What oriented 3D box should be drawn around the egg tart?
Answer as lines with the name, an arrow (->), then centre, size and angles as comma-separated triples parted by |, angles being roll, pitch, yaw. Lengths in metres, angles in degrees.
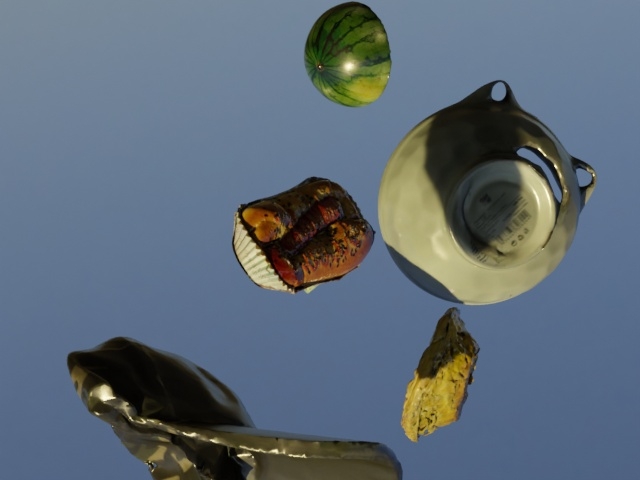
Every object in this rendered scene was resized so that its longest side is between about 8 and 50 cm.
egg tart -> 0.112, 0.125, 1.645 | 0.052, 0.130, 0.130 | 19, -150, 11

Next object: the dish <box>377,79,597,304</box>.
dish -> 0.223, -0.044, 2.333 | 0.303, 0.303, 0.120 | -18, -168, -7

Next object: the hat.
hat -> -0.099, 0.231, 2.202 | 0.381, 0.366, 0.257 | -10, -125, 5

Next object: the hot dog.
hot dog -> -0.015, -0.005, 1.792 | 0.059, 0.108, 0.191 | -33, 174, 37

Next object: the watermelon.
watermelon -> 0.020, -0.181, 1.764 | 0.062, 0.106, 0.105 | -11, -167, -40

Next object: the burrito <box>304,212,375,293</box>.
burrito -> 0.003, 0.002, 2.048 | 0.118, 0.074, 0.044 | -43, -159, 11
